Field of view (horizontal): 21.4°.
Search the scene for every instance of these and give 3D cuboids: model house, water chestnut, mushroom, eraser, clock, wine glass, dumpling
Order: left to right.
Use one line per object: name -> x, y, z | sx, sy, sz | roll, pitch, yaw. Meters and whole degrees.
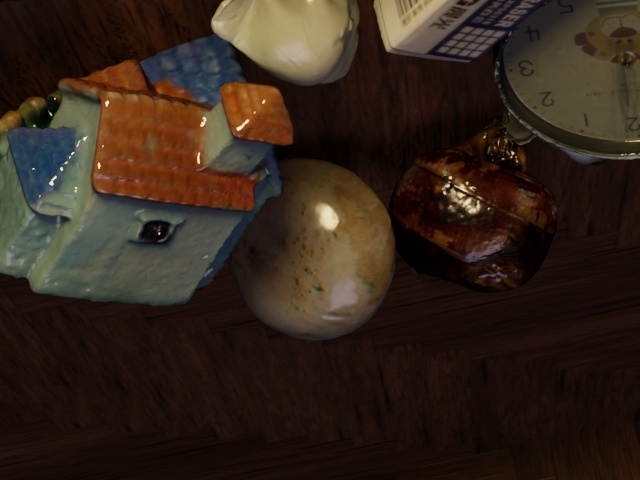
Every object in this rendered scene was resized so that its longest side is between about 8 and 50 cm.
model house -> -0.184, -0.114, 1.837 | 0.295, 0.252, 0.329 | 6, 144, -33
dumpling -> -0.017, -0.242, 1.768 | 0.151, 0.124, 0.229 | -56, 151, 8
mushroom -> 0.000, 0.000, 2.225 | 0.243, 0.243, 0.243 | -10, 157, -4
water chestnut -> 0.208, -0.045, 2.219 | 0.223, 0.238, 0.223 | 23, 180, 0
eraser -> 0.182, -0.289, 1.767 | 0.124, 0.081, 0.279 | 4, 153, -33
wine glass -> 0.309, -0.143, 2.188 | 0.155, 0.072, 0.072 | 13, 147, -43
clock -> 0.346, -0.209, 1.922 | 0.312, 0.061, 0.312 | 5, 143, 4

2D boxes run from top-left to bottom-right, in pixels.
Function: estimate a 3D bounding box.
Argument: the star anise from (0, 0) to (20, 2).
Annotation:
star anise -> -0.348, -0.277, 1.547 | 0.288, 0.088, 0.288 | -9, 155, -4
